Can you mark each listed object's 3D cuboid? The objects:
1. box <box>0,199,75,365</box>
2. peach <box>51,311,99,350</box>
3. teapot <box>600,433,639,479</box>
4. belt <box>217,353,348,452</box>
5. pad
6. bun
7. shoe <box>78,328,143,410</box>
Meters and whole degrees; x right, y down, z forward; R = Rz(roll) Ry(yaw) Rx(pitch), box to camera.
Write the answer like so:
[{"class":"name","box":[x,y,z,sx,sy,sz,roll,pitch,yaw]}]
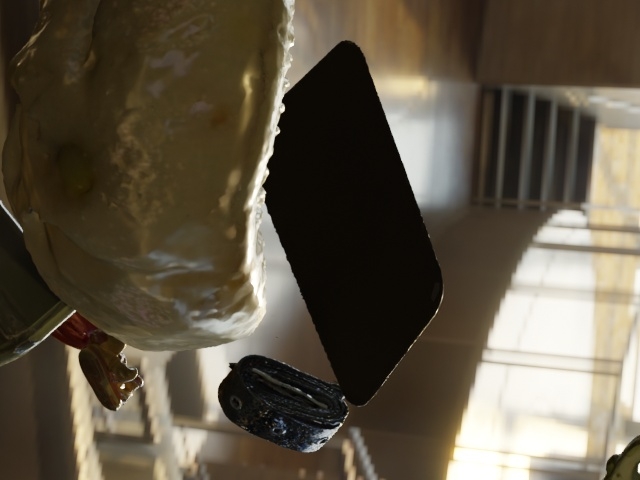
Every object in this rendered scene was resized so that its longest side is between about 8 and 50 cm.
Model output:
[{"class":"box","box":[-0.430,0.063,1.708,0.178,0.274,0.138,57,40,-13]},{"class":"peach","box":[-0.336,0.073,2.270,0.196,0.226,0.190,64,-35,40]},{"class":"teapot","box":[0.522,0.469,2.286,0.239,0.239,0.321,-49,168,-33]},{"class":"belt","box":[-0.072,0.288,2.470,0.128,0.218,0.122,-50,-158,40]},{"class":"pad","box":[0.000,0.001,1.616,0.315,0.063,0.375,-48,127,-43]},{"class":"bun","box":[-0.134,-0.092,1.111,0.365,0.219,0.365,-176,-90,-85]},{"class":"shoe","box":[-0.276,0.166,1.895,0.069,0.072,0.109,-34,99,-38]}]
